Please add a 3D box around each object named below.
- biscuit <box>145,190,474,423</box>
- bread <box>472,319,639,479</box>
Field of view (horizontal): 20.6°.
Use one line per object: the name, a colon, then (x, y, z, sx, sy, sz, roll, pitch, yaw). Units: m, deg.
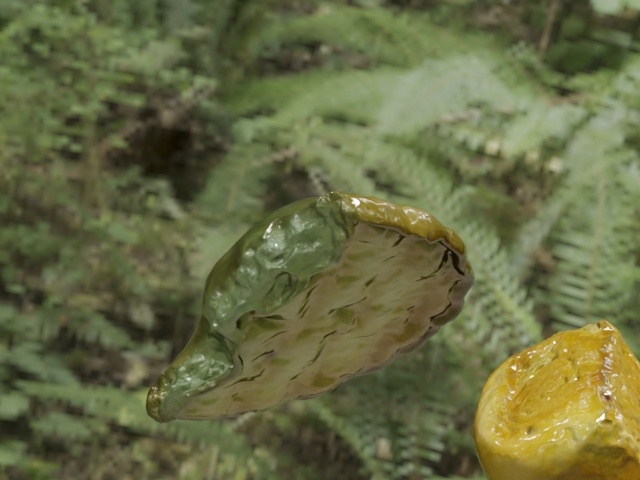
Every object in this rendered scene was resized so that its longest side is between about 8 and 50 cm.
biscuit: (-0.023, 0.069, 1.616, 0.335, 0.329, 0.078, -27, 61, 4)
bread: (0.230, 0.207, 1.278, 0.132, 0.294, 0.167, -32, 20, 12)
